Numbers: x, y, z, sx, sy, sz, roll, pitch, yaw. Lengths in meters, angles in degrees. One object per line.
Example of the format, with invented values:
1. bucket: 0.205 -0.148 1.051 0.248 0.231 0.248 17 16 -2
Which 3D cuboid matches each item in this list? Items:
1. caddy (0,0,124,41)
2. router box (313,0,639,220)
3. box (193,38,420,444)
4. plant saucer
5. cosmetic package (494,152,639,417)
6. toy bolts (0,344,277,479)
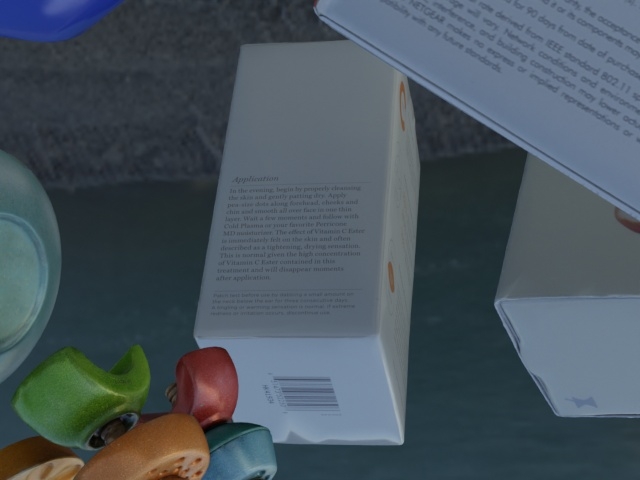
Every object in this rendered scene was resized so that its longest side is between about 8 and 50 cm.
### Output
1. caddy: -0.166 -0.243 0.659 0.179 0.241 0.341 -34 166 26
2. router box: 0.202 -0.021 0.467 0.335 0.082 0.301 34 -164 18
3. box: 0.000 0.000 1.315 0.168 0.345 0.215 -1 145 10
4. plant saucer: -0.247 0.029 0.958 0.037 0.195 0.195 12 157 34
5. cosmetic package: 0.232 -0.034 0.970 0.129 0.296 0.153 -3 142 28
6. toy bolts: -0.126 0.189 0.974 0.218 0.158 0.228 -48 156 24
